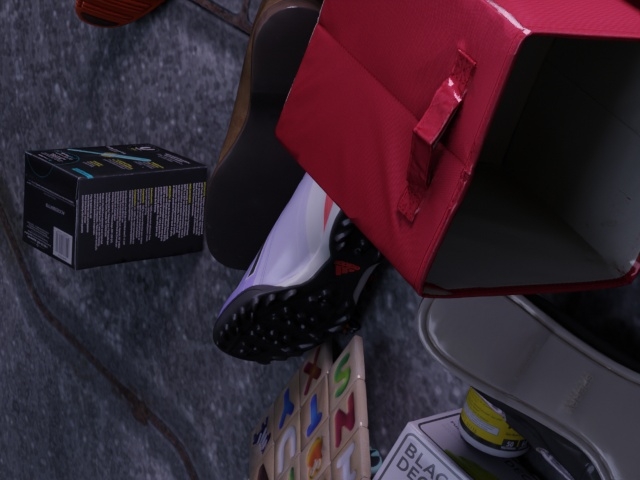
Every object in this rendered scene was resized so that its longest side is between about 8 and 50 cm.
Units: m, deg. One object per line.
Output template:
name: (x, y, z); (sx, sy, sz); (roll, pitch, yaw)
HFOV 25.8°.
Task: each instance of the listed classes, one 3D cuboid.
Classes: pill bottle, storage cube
pill bottle: (0.160, 0.116, 1.156); (0.065, 0.065, 0.116); (38, 124, 40)
storage cube: (0.115, -0.093, 0.901); (0.193, 0.215, 0.183); (49, 130, 42)

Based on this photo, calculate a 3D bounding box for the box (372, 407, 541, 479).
box: (0.086, 0.308, 1.203); (0.169, 0.087, 0.290); (43, 115, 28)

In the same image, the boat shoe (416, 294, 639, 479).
boat shoe: (0.217, 0.136, 1.053); (0.335, 0.095, 0.112); (39, 95, 12)

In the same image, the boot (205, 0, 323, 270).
boot: (-0.045, -0.111, 1.364); (0.115, 0.112, 0.305); (-102, 23, -56)

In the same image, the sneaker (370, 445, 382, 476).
sneaker: (0.027, 0.230, 1.357); (0.098, 0.038, 0.069); (21, 114, 56)

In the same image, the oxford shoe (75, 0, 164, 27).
oxford shoe: (-0.185, -0.338, 1.490); (0.271, 0.097, 0.098); (-47, 41, 38)

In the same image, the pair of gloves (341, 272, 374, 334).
pair of gloves: (0.018, 0.046, 1.355); (0.074, 0.010, 0.083); (38, 122, 40)

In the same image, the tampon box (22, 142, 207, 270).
tampon box: (-0.222, -0.040, 1.508); (0.120, 0.161, 0.101); (23, 114, 47)

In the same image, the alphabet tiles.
alphabet tiles: (-0.029, 0.258, 1.295); (0.285, 0.011, 0.342); (-55, 23, 34)

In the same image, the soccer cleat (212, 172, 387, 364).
soccer cleat: (0.000, 0.000, 1.306); (0.318, 0.108, 0.116); (-49, 34, 39)
